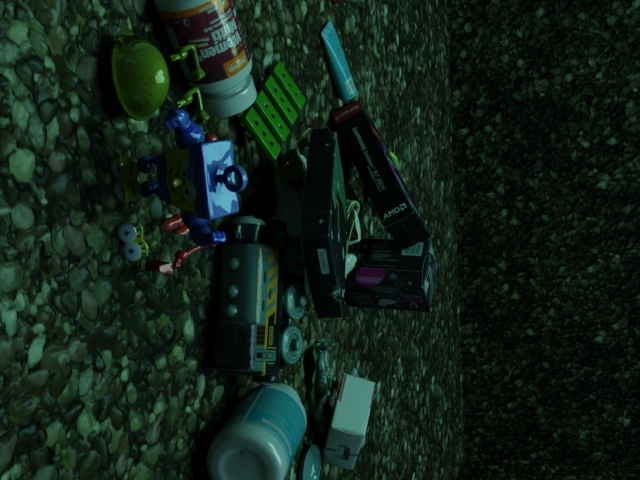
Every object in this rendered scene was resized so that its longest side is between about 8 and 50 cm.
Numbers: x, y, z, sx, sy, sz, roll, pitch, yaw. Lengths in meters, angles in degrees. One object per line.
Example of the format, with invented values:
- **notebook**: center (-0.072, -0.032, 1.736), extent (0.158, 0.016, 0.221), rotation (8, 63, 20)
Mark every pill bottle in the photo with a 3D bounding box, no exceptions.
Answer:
- **pill bottle**: center (-0.110, 0.371, 1.403), extent (0.264, 0.146, 0.146), rotation (-50, 137, -71)
- **pill bottle**: center (-0.185, -0.326, 1.230), extent (0.121, 0.121, 0.221), rotation (-69, 151, -42)

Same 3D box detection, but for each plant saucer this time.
- **plant saucer**: center (-0.030, 0.570, 1.825), extent (0.119, 0.021, 0.119), rotation (1, 90, -69)

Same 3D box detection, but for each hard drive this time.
- **hard drive**: center (0.011, -0.041, 1.507), extent (0.339, 0.064, 0.237), rotation (-85, 169, -45)

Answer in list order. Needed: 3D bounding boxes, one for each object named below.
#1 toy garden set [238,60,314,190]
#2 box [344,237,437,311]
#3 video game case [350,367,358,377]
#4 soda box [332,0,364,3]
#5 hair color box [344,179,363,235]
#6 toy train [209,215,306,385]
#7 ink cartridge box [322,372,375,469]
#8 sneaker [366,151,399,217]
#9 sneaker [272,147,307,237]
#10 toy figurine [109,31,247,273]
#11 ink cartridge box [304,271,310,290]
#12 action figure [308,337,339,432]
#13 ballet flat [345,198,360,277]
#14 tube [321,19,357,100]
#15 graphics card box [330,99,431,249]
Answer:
- **toy garden set**: center (-0.084, -0.236, 1.558), extent (0.204, 0.049, 0.244), rotation (54, 34, -27)
- **box**: center (0.193, 0.096, 2.075), extent (0.142, 0.247, 0.163), rotation (66, 33, -51)
- **video game case**: center (0.104, 0.452, 2.188), extent (0.087, 0.011, 0.122), rotation (-69, 151, -42)
- **soda box**: center (0.036, -0.690, 1.838), extent (0.263, 0.092, 0.083), rotation (18, 75, -69)
- **hair color box**: center (0.069, -0.087, 2.012), extent (0.167, 0.053, 0.093), rotation (50, 44, -58)
- **toy train**: center (-0.121, 0.114, 1.418), extent (0.190, 0.142, 0.334), rotation (15, 76, -59)
- **ink cartridge box**: center (0.071, 0.472, 1.890), extent (0.218, 0.092, 0.159), rotation (102, 4, -51)
- **sneaker**: center (0.193, -0.171, 2.256), extent (0.295, 0.109, 0.124), rotation (65, 29, -50)
- **sneaker**: center (-0.074, -0.106, 1.609), extent (0.115, 0.090, 0.232), rotation (57, 30, -45)
- **toy figurine**: center (-0.169, -0.124, 1.068), extent (0.191, 0.217, 0.363), rotation (-14, 106, -45)
- **ink cartridge box**: center (0.000, 0.000, 1.737), extent (0.232, 0.066, 0.189), rotation (102, -1, -67)
- **action figure**: center (0.006, 0.378, 1.864), extent (0.137, 0.063, 0.232), rotation (-19, 112, -71)
- **ballet flat**: center (0.051, 0.016, 1.717), extent (0.086, 0.086, 0.248), rotation (43, 52, -63)
- **tube**: center (0.046, -0.475, 1.946), extent (0.080, 0.052, 0.207), rotation (-72, 149, -48)
- **graphics card box**: center (0.165, -0.175, 1.979), extent (0.371, 0.094, 0.233), rotation (68, 12, 23)
